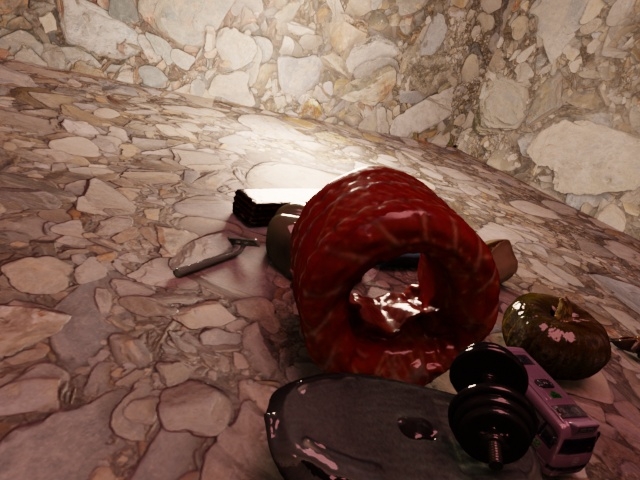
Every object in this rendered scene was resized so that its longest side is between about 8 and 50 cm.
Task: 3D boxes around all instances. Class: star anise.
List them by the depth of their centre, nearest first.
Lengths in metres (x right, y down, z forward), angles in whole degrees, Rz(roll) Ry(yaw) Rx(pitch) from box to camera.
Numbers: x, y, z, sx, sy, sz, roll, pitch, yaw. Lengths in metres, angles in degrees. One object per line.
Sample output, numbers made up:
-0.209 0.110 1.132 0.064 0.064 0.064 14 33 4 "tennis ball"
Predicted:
0.808 0.272 1.094 0.124 0.056 0.129 4 12 -21 "star anise"

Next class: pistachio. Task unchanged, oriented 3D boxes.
0.479 0.061 1.248 0.130 0.131 0.206 26 28 38 "pistachio"

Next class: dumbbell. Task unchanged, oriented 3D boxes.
0.208 0.194 0.543 0.099 0.099 0.208 21 25 9 "dumbbell"

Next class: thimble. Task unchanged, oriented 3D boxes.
0.111 0.066 0.757 0.351 0.349 0.230 10 23 -16 "thimble"

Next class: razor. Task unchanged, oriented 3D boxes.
-0.228 0.039 0.954 0.084 0.035 0.211 4 21 33 "razor"

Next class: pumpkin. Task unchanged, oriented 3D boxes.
0.505 0.193 0.948 0.219 0.162 0.219 10 24 -5 "pumpkin"

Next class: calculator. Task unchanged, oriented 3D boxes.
0.219 0.022 1.251 0.293 0.051 0.173 4 26 -29 "calculator"

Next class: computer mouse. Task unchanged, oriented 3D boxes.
0.101 0.274 0.557 0.374 0.114 0.203 14 27 -13 "computer mouse"

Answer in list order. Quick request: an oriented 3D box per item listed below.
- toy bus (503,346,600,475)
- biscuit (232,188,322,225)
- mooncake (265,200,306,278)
0.352 0.274 0.732 0.096 0.108 0.199 7 26 -22 "toy bus"
-0.072 -0.103 1.301 0.389 0.073 0.107 -7 32 -41 "biscuit"
0.000 0.000 1.061 0.275 0.135 0.275 11 27 -6 "mooncake"
